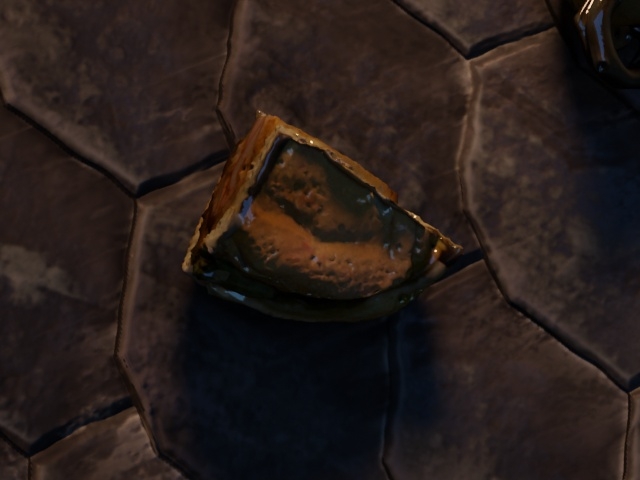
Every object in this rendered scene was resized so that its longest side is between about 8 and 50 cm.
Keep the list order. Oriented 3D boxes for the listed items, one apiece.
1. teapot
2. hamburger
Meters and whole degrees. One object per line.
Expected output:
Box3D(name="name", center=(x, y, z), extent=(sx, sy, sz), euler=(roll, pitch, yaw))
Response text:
Box3D(name="teapot", center=(0.308, -0.251, 1.081), extent=(0.182, 0.173, 0.269), euler=(27, 71, -31))
Box3D(name="hamburger", center=(0.000, 0.000, 1.011), extent=(0.207, 0.135, 0.155), euler=(24, 94, -21))
